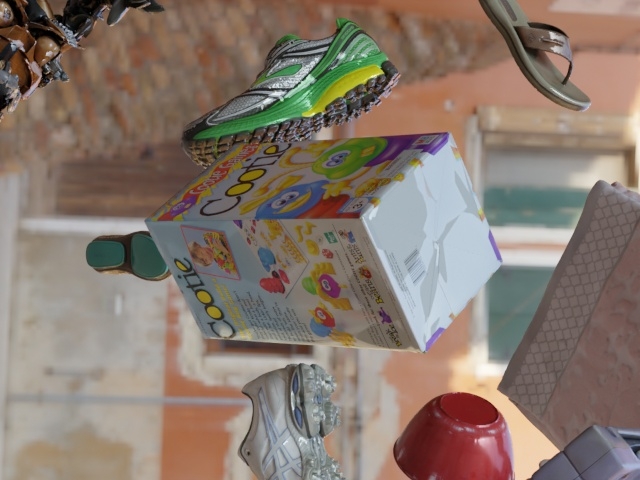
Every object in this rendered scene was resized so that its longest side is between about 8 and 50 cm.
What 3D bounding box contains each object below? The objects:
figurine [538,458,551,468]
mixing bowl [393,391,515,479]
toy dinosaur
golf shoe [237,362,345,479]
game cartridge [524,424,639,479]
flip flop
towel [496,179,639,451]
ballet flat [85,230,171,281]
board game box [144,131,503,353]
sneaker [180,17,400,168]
[{"bbox_3d":[0.301,0.397,2.201,0.209,0.215,0.092,47,31,-68],"label":"figurine"},{"bbox_3d":[0.203,0.281,2.103,0.181,0.181,0.098,-98,-162,-63],"label":"mixing bowl"},{"bbox_3d":[-0.290,-0.219,1.371,0.218,0.164,0.322,-42,-133,16],"label":"toy dinosaur"},{"bbox_3d":[-0.027,0.193,1.235,0.069,0.086,0.176,33,51,-59],"label":"golf shoe"},{"bbox_3d":[0.242,0.265,1.364,0.068,0.230,0.355,51,17,26],"label":"game cartridge"},{"bbox_3d":[0.353,-0.327,2.371,0.277,0.080,0.112,58,27,4],"label":"flip flop"},{"bbox_3d":[0.375,0.124,1.794,0.317,0.053,0.332,42,-69,52],"label":"towel"},{"bbox_3d":[-0.252,0.019,2.088,0.206,0.067,0.073,8,-83,47],"label":"ballet flat"},{"bbox_3d":[0.000,0.000,1.340,0.142,0.275,0.144,-45,121,-37],"label":"board game box"},{"bbox_3d":[-0.060,-0.215,2.200,0.146,0.343,0.134,57,-18,17],"label":"sneaker"}]
